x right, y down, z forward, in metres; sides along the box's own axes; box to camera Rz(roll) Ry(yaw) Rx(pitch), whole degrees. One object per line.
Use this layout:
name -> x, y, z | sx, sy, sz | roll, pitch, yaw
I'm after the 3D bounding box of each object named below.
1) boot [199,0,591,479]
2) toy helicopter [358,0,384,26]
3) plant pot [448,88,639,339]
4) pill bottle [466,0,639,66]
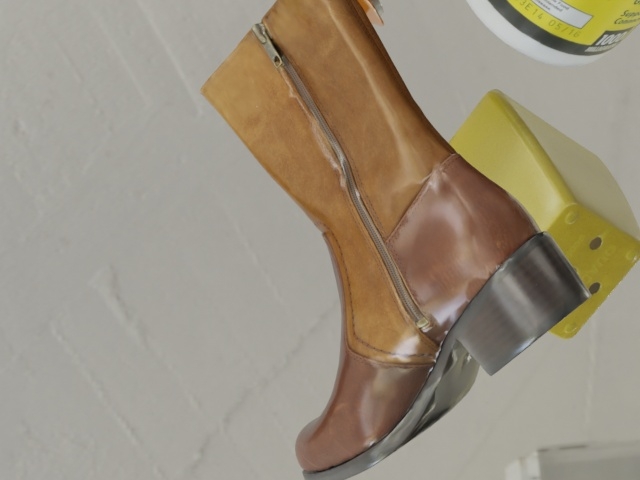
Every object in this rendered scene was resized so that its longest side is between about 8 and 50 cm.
boot -> 0.000, 0.000, 0.779 | 0.096, 0.264, 0.280 | -27, -105, -45
toy helicopter -> 0.073, -0.310, 1.239 | 0.140, 0.235, 0.355 | 51, -155, 4
plant pot -> 0.244, -0.011, 1.360 | 0.212, 0.212, 0.187 | 27, -162, -34
pill bottle -> 0.268, -0.311, 0.980 | 0.187, 0.334, 0.188 | 13, -123, -21
